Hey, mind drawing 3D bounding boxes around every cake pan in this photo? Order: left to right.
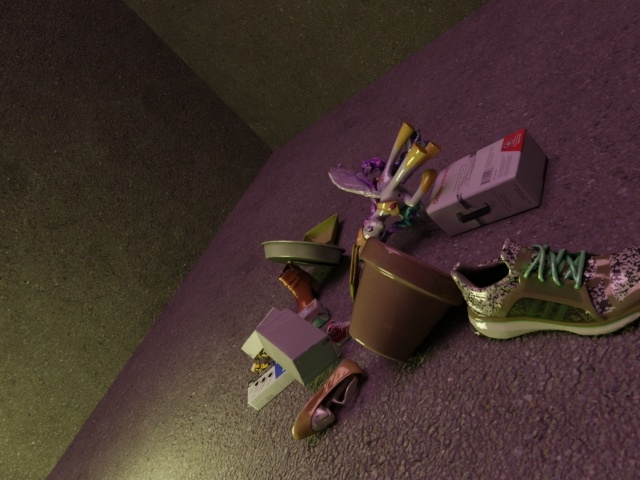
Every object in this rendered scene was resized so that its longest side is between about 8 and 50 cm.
[{"bbox_3d":[-0.060,0.049,1.808,0.293,0.293,0.054,-9,74,58],"label":"cake pan"}]

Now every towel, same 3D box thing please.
[{"bbox_3d":[0.090,0.087,1.329,0.237,0.021,0.102,74,-160,-73],"label":"towel"}]

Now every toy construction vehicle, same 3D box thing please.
[{"bbox_3d":[-0.180,0.394,1.705,0.098,0.035,0.086,-29,38,45],"label":"toy construction vehicle"}]

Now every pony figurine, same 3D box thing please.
[{"bbox_3d":[0.198,-0.157,1.552,0.363,0.302,0.351,-58,17,26],"label":"pony figurine"}]

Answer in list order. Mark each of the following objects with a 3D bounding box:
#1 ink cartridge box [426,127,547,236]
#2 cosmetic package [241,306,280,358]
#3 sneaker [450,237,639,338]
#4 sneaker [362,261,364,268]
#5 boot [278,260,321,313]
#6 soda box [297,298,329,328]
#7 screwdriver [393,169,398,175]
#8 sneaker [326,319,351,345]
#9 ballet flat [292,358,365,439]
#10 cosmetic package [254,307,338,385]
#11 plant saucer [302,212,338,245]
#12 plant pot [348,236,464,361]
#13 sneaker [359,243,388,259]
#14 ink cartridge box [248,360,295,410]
[{"bbox_3d":[0.437,-0.147,1.388,0.273,0.114,0.197,-23,31,46],"label":"ink cartridge box"},{"bbox_3d":[-0.188,0.304,1.712,0.099,0.060,0.239,-49,-3,-32],"label":"cosmetic package"},{"bbox_3d":[0.407,0.069,0.950,0.410,0.182,0.158,-24,30,45],"label":"sneaker"},{"bbox_3d":[0.182,0.097,1.439,0.123,0.106,0.290,-42,19,17],"label":"sneaker"},{"bbox_3d":[-0.079,0.171,1.739,0.073,0.152,0.197,-35,23,29],"label":"boot"},{"bbox_3d":[-0.058,0.269,1.646,0.183,0.063,0.058,-42,19,12],"label":"soda box"},{"bbox_3d":[0.259,-0.234,2.037,0.170,0.024,0.025,-44,48,23],"label":"screwdriver"},{"bbox_3d":[0.070,0.235,1.458,0.118,0.067,0.042,-44,21,7],"label":"sneaker"},{"bbox_3d":[0.021,0.390,1.260,0.232,0.080,0.073,-52,36,-12],"label":"ballet flat"},{"bbox_3d":[-0.072,0.292,1.477,0.127,0.107,0.238,-31,30,-20],"label":"cosmetic package"},{"bbox_3d":[0.000,0.000,2.058,0.188,0.045,0.188,-33,24,31],"label":"plant saucer"},{"bbox_3d":[0.181,0.147,1.212,0.229,0.263,0.263,-65,21,2],"label":"plant pot"},{"bbox_3d":[0.150,0.044,1.678,0.152,0.053,0.061,-17,38,51],"label":"sneaker"},{"bbox_3d":[-0.129,0.403,1.561,0.207,0.046,0.097,-42,22,11],"label":"ink cartridge box"}]
